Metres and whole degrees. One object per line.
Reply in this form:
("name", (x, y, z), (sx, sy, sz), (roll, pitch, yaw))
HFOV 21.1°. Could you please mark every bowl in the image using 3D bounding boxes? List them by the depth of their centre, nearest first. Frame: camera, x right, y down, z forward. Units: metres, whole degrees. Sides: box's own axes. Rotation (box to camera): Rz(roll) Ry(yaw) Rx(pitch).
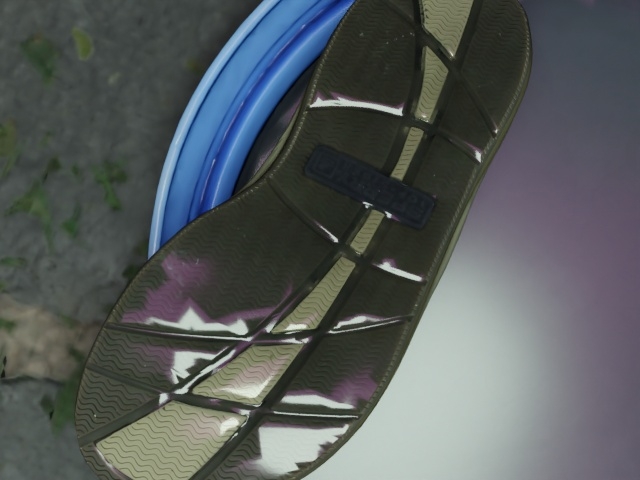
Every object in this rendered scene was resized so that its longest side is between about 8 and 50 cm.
("bowl", (0.114, 0.025, 0.814), (0.391, 0.077, 0.391), (0, 86, -2))

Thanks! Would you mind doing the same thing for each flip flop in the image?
("flip flop", (0.000, 0.000, 0.740), (0.112, 0.080, 0.277), (29, 70, 4))
